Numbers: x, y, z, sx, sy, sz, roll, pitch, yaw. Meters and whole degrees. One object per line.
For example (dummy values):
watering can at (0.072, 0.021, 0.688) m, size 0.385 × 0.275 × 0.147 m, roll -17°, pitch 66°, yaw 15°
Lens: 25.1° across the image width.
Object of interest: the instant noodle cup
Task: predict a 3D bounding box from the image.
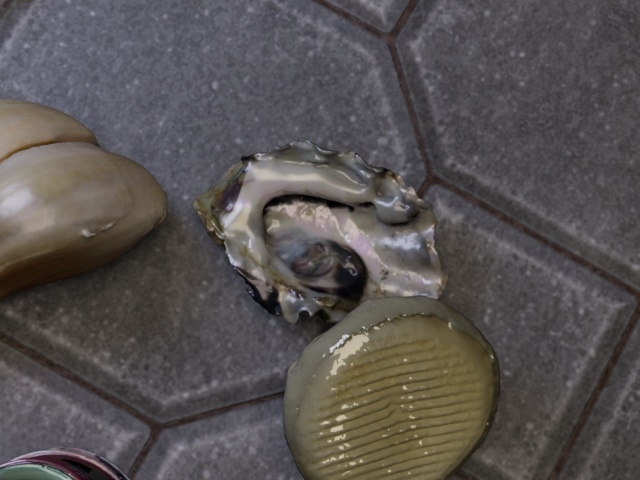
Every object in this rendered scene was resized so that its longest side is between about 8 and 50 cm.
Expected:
instant noodle cup at (-0.325, 0.343, 1.667) m, size 0.244 × 0.255 × 0.243 m, roll 1°, pitch 76°, yaw -2°

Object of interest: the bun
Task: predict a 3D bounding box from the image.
bun at (0.075, 0.190, 1.780) m, size 0.287 × 0.146 × 0.287 m, roll -8°, pitch 110°, yaw -22°

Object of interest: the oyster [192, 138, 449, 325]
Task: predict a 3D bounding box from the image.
oyster at (0.000, 0.000, 1.852) m, size 0.351 × 0.115 × 0.237 m, roll 19°, pitch 85°, yaw 4°

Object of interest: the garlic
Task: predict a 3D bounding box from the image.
garlic at (-0.370, -0.044, 1.794) m, size 0.313 × 0.286 × 0.249 m, roll -33°, pitch 126°, yaw -6°
